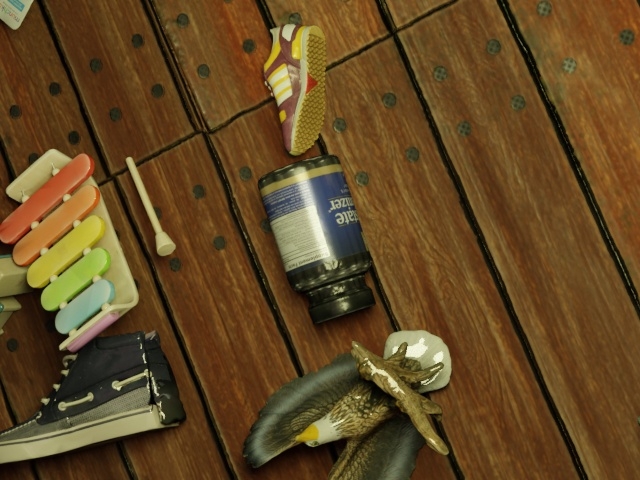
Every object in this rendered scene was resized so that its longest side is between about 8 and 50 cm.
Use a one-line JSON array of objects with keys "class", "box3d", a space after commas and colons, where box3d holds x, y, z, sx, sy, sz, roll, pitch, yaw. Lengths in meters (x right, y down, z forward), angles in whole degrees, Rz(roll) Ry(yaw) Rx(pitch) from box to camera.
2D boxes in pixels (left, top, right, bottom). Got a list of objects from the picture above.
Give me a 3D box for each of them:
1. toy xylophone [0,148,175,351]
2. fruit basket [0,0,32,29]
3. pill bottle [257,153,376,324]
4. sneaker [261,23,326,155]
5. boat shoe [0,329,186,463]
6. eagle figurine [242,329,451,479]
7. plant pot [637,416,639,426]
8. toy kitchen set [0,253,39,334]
[{"class": "toy xylophone", "box3d": [-0.351, -0.002, 2.106, 0.236, 0.081, 0.323, -45, 57, 17]}, {"class": "fruit basket", "box3d": [-0.491, -0.544, 2.150, 0.353, 0.165, 0.327, 41, 109, 33]}, {"class": "pill bottle", "box3d": [0.000, 0.000, 1.961, 0.122, 0.123, 0.219, -20, 86, 24]}, {"class": "sneaker", "box3d": [-0.043, -0.214, 2.002, 0.084, 0.069, 0.185, 7, 90, 32]}, {"class": "boat shoe", "box3d": [-0.372, 0.240, 2.156, 0.340, 0.127, 0.158, -16, 81, 16]}, {"class": "eagle figurine", "box3d": [0.041, 0.259, 1.953, 0.298, 0.225, 0.226, 121, 156, -47]}, {"class": "plant pot", "box3d": [0.551, 0.286, 1.679, 0.252, 0.248, 0.247, -24, 83, 7]}, {"class": "toy kitchen set", "box3d": [-0.568, 0.071, 2.220, 0.166, 0.122, 0.207, 43, 109, 16]}]
